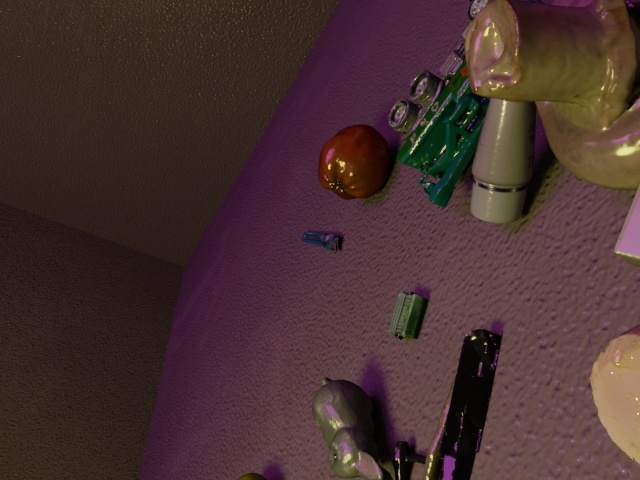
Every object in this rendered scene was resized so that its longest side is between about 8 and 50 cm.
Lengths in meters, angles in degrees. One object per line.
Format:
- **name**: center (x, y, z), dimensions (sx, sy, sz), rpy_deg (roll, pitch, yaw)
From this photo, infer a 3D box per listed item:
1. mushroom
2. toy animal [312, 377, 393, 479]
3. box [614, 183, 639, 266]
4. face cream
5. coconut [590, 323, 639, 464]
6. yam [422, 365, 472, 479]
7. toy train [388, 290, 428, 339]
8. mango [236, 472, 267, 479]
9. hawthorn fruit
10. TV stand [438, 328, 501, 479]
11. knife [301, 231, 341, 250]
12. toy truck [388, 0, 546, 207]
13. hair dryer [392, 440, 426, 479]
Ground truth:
- **mushroom**: center (0.317, -0.205, 0.633), dimensions (0.293, 0.290, 0.292), rpy_deg (-177, 90, -66)
- **toy animal**: center (0.046, 0.342, 1.001), dimensions (0.108, 0.138, 0.236), rpy_deg (-33, 18, 9)
- **box**: center (0.420, -0.033, 0.384), dimensions (0.365, 0.051, 0.204), rpy_deg (20, 87, 46)
- **face cream**: center (0.276, -0.181, 0.849), dimensions (0.143, 0.089, 0.314), rpy_deg (-40, -44, -54)
- **coconut**: center (0.331, 0.126, 0.499), dimensions (0.147, 0.153, 0.146), rpy_deg (35, 131, 54)
- **yam**: center (0.181, 0.299, 0.863), dimensions (0.029, 0.027, 0.234), rpy_deg (6, 75, 65)
- **toy train**: center (0.161, 0.139, 1.061), dimensions (0.056, 0.038, 0.093), rpy_deg (-2, 67, 61)
- **mango**: center (-0.159, 0.621, 1.231), dimensions (0.293, 0.143, 0.175), rpy_deg (-89, 21, -65)
- **hawthorn fruit**: center (0.081, -0.192, 1.405), dimensions (0.189, 0.189, 0.189), rpy_deg (-51, 26, 38)
- **TV stand**: center (0.209, 0.251, 0.828), dimensions (0.042, 0.036, 0.249), rpy_deg (-15, 56, 64)
- **knife**: center (-0.002, 0.000, 1.620), dimensions (0.297, 0.026, 0.044), rpy_deg (-172, 92, -68)
- **toy truck**: center (0.272, -0.243, 1.005), dimensions (0.363, 0.177, 0.177), rpy_deg (-57, 32, 28)
- **hair dryer**: center (0.145, 0.355, 0.903), dimensions (0.083, 0.031, 0.078), rpy_deg (-23, 59, 51)
